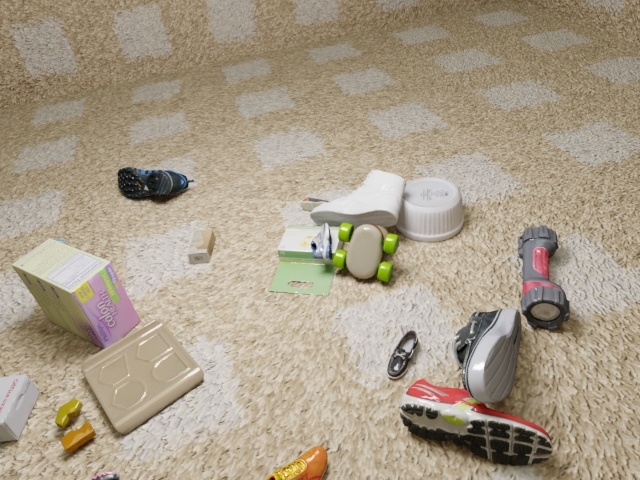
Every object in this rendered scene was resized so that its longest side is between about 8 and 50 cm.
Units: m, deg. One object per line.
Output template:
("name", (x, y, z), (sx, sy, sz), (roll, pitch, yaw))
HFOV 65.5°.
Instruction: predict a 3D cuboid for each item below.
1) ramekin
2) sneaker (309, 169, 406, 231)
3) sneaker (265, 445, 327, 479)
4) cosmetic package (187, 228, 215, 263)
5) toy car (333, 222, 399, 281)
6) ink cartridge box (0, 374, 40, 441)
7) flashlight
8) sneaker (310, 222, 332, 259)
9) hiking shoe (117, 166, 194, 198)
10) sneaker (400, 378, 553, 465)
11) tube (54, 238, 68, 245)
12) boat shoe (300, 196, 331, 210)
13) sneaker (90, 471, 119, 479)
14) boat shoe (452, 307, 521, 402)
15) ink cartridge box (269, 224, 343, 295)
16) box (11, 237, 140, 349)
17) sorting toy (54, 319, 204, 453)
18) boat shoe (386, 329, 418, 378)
("ramekin", (0.319, -0.100, 1.470), (0.207, 0.108, 0.207), (-5, 38, 4))
("sneaker", (0.117, -0.119, 1.475), (0.293, 0.108, 0.169), (-1, 52, 35))
("sneaker", (-0.054, 0.435, 0.901), (0.175, 0.067, 0.064), (-33, 43, -30))
("cosmetic package", (-0.358, 0.017, 1.504), (0.061, 0.041, 0.115), (-7, 38, 3))
("toy car", (0.144, 0.017, 1.374), (0.155, 0.148, 0.188), (15, 16, 18))
("ink cartridge box", (-0.740, 0.377, 1.098), (0.175, 0.072, 0.127), (-7, 38, 2))
("flashlight", (0.545, 0.076, 1.216), (0.103, 0.103, 0.304), (27, 43, 1))
("sneaker", (0.000, 0.000, 1.367), (0.058, 0.052, 0.135), (-7, 39, 8))
("hiking shoe", (-0.612, -0.205, 1.808), (0.304, 0.113, 0.132), (11, 12, 32))
("sneaker", (0.295, 0.328, 0.947), (0.279, 0.107, 0.118), (13, 32, 21))
("tube", (-0.770, 0.067, 1.518), (0.080, 0.052, 0.207), (-34, 50, -22))
("boat shoe", (0.003, -0.115, 1.600), (0.137, 0.049, 0.043), (9, 39, 28))
("sneaker", (-0.432, 0.483, 0.934), (0.119, 0.047, 0.057), (-28, 48, -12))
("boat shoe", (0.330, 0.231, 1.018), (0.119, 0.120, 0.335), (-7, 7, 31))
("ink cartridge box", (-0.038, 0.048, 1.397), (0.171, 0.056, 0.235), (3, 38, 13))
("box", (-0.616, 0.134, 1.266), (0.243, 0.213, 0.117), (16, 45, 28))
("sorting toy", (-0.449, 0.331, 1.134), (0.307, 0.041, 0.229), (-32, 48, -27))
("boat shoe", (0.184, 0.252, 1.109), (0.046, 0.038, 0.125), (19, 46, 31))
